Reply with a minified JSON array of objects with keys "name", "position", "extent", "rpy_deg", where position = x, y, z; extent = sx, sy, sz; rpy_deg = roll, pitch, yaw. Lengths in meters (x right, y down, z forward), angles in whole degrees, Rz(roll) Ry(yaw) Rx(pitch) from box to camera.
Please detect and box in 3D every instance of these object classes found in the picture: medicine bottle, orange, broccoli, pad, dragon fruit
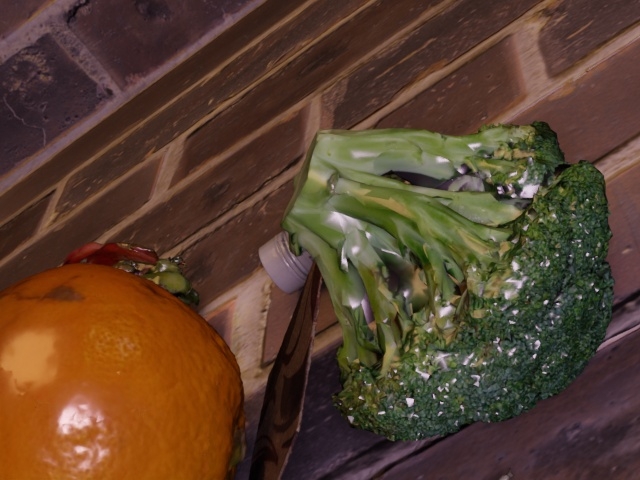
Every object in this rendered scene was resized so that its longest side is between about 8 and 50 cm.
[{"name":"medicine bottle","position":[0.000,0.000,1.486],"extent":[0.130,0.080,0.080],"rpy_deg":[-34,23,16]},{"name":"orange","position":[-0.214,0.174,1.212],"extent":[0.312,0.312,0.312],"rpy_deg":[-34,23,16]},{"name":"broccoli","position":[0.094,0.027,1.057],"extent":[0.308,0.275,0.308],"rpy_deg":[-64,5,9]},{"name":"pad","position":[-0.036,0.147,1.196],"extent":[0.330,0.004,0.220],"rpy_deg":[-81,10,-59]},{"name":"dragon fruit","position":[-0.219,0.082,1.586],"extent":[0.269,0.198,0.200],"rpy_deg":[-22,2,36]}]

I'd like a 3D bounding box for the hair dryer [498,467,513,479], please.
[{"name":"hair dryer","position":[0.007,0.276,0.990],"extent":[0.267,0.092,0.229],"rpy_deg":[-39,11,-35]}]
